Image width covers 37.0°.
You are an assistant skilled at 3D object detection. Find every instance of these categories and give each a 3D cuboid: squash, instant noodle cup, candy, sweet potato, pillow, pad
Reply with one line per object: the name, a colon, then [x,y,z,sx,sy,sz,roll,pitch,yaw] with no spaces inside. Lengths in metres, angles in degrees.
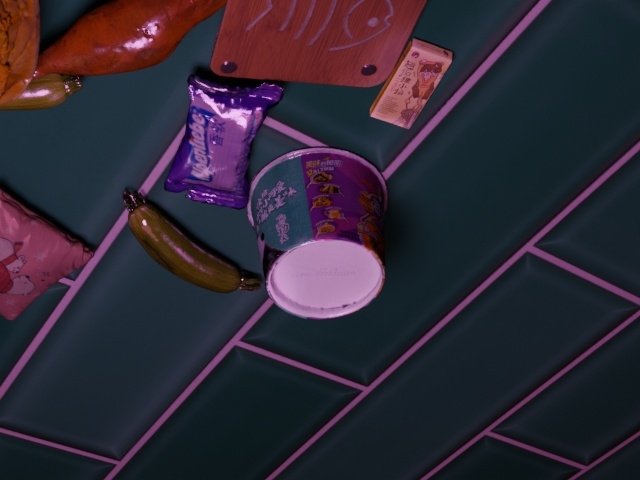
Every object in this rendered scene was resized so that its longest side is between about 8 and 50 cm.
squash: [-0.237,0.024,1.669,0.080,0.071,0.318,-34,129,24]
instant noodle cup: [0.000,0.000,1.585,0.251,0.190,0.251,-3,135,-3]
candy: [-0.157,-0.154,1.505,0.145,0.070,0.275,13,137,-9]
sweet potato: [-0.253,-0.291,1.327,0.359,0.112,0.112,-20,133,13]
pillow: [-0.538,0.024,1.631,0.236,0.084,0.223,-34,127,23]
squash: [-0.478,-0.224,1.403,0.257,0.069,0.069,2,134,-7]
pad: [0.007,-0.323,1.339,0.283,0.018,0.287,1,145,-20]

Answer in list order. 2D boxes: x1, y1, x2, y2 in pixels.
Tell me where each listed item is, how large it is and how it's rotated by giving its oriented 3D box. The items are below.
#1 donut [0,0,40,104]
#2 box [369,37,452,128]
donut: [-0.523,-0.282,1.230,0.329,0.160,0.330,9,133,10]
box: [0.140,-0.240,1.481,0.073,0.020,0.149,15,131,-19]
